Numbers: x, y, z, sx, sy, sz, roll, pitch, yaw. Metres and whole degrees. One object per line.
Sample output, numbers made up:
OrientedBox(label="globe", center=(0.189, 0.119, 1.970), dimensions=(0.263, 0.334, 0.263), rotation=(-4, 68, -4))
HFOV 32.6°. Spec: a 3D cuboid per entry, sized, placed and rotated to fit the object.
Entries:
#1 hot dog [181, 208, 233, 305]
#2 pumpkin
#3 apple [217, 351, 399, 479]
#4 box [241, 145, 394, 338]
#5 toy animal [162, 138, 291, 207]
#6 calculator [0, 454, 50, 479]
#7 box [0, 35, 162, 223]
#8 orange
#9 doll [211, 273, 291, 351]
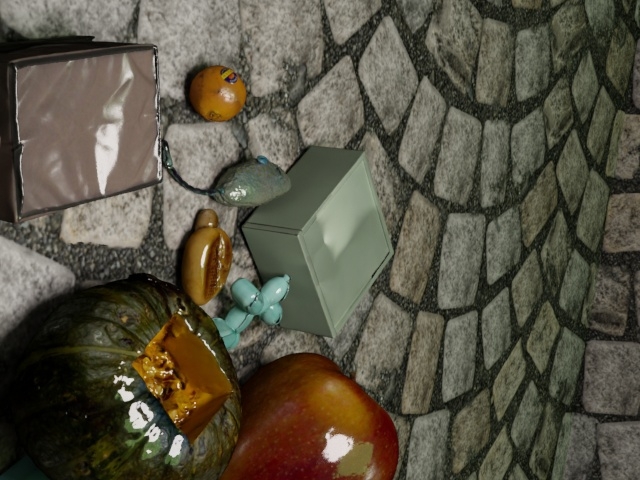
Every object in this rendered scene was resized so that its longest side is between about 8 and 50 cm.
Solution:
OrientedBox(label="hot dog", center=(-0.173, 0.025, 1.629), dimensions=(0.090, 0.060, 0.140), rotation=(-11, 113, -59))
OrientedBox(label="pumpkin", center=(-0.236, 0.200, 1.402), dimensions=(0.320, 0.192, 0.320), rotation=(31, 49, -44))
OrientedBox(label="apple", center=(-0.029, 0.336, 1.717), dimensions=(0.317, 0.288, 0.288), rotation=(-40, 132, -22))
OrientedBox(label="box", center=(0.000, 0.000, 1.825), dimensions=(0.225, 0.117, 0.225), rotation=(-52, 138, -37))
OrientedBox(label="toy animal", center=(-0.145, -0.090, 1.646), dimensions=(0.253, 0.070, 0.079), rotation=(4, 59, -45))
OrientedBox(label="calculator", center=(-0.365, 0.406, 1.432), dimensions=(0.386, 0.054, 0.256), rotation=(-37, 126, -42))
OrientedBox(label="box", center=(-0.319, -0.139, 1.280), dimensions=(0.252, 0.153, 0.188), rotation=(-18, 113, -55))
OrientedBox(label="orange", center=(-0.149, -0.212, 1.584), dimensions=(0.083, 0.083, 0.084), rotation=(-19, 113, -54))
OrientedBox(label="doll", center=(-0.110, 0.110, 1.707), dimensions=(0.159, 0.059, 0.158), rotation=(-49, 161, 2))
